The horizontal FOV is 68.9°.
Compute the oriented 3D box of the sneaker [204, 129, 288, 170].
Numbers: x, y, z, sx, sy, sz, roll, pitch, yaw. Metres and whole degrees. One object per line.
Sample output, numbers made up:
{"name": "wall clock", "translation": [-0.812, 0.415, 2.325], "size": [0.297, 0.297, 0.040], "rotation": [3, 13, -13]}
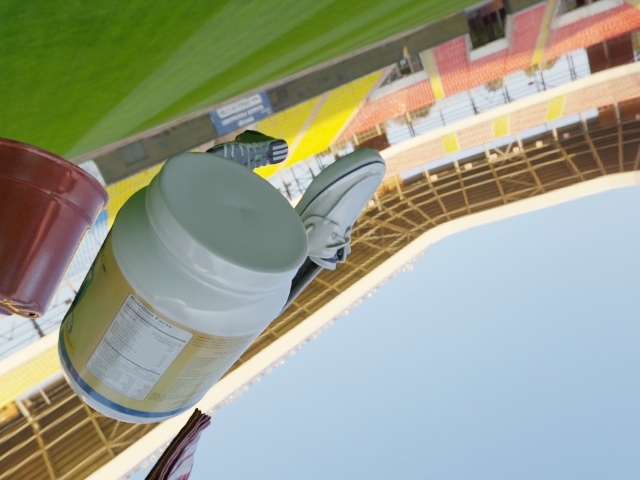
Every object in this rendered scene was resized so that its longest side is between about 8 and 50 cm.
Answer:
{"name": "sneaker", "translation": [-0.205, -0.225, 1.169], "size": [0.228, 0.086, 0.132], "rotation": [-14, -144, -34]}

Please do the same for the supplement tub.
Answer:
{"name": "supplement tub", "translation": [-0.114, 0.042, 0.387], "size": [0.200, 0.144, 0.144], "rotation": [-49, -177, 29]}

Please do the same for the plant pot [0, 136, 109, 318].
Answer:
{"name": "plant pot", "translation": [-0.584, -0.007, 0.884], "size": [0.272, 0.272, 0.265], "rotation": [-10, -121, 35]}

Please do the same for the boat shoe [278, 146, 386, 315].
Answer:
{"name": "boat shoe", "translation": [0.000, 0.000, 0.593], "size": [0.258, 0.084, 0.095], "rotation": [-48, 149, 21]}

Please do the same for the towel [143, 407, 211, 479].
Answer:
{"name": "towel", "translation": [-0.280, 0.477, 0.775], "size": [0.037, 0.329, 0.237], "rotation": [22, -161, 5]}
